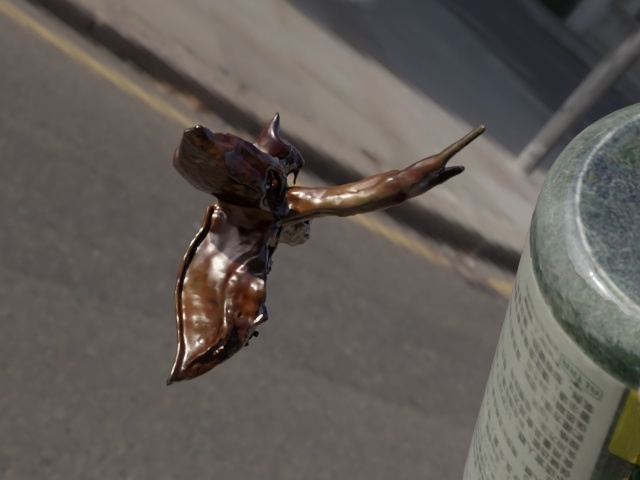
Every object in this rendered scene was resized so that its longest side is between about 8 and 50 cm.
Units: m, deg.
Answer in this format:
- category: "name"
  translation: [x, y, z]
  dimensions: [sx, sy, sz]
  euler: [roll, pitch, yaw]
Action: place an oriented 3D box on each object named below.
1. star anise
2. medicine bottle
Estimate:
- category: "star anise"
  translation: [0.000, -0.006, 0.893]
  dimensions: [0.144, 0.141, 0.158]
  euler: [16, 31, 13]
- category: "medicine bottle"
  translation: [0.137, 0.082, 0.726]
  dimensions: [0.141, 0.141, 0.293]
  euler: [47, -28, 26]
